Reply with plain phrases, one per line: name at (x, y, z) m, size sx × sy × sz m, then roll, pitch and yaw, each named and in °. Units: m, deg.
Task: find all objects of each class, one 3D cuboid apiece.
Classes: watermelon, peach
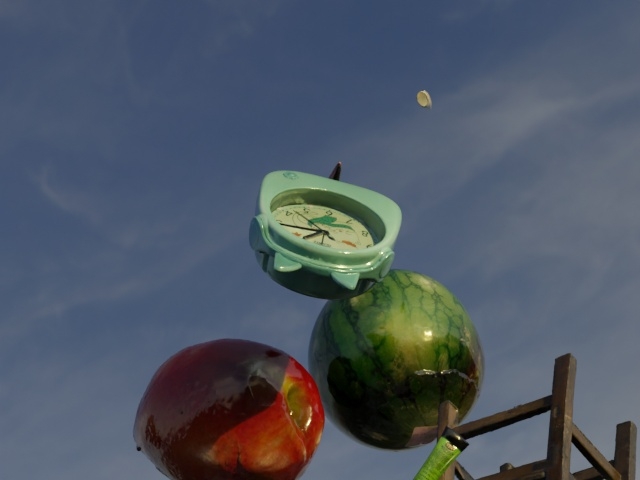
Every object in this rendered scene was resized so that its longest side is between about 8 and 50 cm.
watermelon at (0.138, 0.225, 1.931) m, size 0.363 × 0.363 × 0.363 m, roll -10°, pitch -40°, yaw -8°
peach at (-0.169, 0.312, 1.747) m, size 0.338 × 0.281 × 0.281 m, roll -18°, pitch -36°, yaw 30°

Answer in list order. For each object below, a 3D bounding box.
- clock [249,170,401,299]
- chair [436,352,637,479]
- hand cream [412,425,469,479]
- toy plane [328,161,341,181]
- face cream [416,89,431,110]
clock at (0.000, 0.000, 1.503) m, size 0.223 × 0.274 × 0.094 m, roll 15°, pitch -59°, yaw 1°
chair at (0.277, 0.390, 1.358) m, size 0.240 × 0.416 × 0.203 m, roll -27°, pitch -64°, yaw 33°
hand cream at (0.136, 0.289, 1.259) m, size 0.122 × 0.036 × 0.023 m, roll -50°, pitch -12°, yaw -16°
toy plane at (0.020, -0.067, 1.935) m, size 0.130 × 0.061 × 0.189 m, roll -12°, pitch -37°, yaw -31°
face cream at (0.179, -0.242, 1.739) m, size 0.020 × 0.038 × 0.115 m, roll -19°, pitch 3°, yaw 11°
